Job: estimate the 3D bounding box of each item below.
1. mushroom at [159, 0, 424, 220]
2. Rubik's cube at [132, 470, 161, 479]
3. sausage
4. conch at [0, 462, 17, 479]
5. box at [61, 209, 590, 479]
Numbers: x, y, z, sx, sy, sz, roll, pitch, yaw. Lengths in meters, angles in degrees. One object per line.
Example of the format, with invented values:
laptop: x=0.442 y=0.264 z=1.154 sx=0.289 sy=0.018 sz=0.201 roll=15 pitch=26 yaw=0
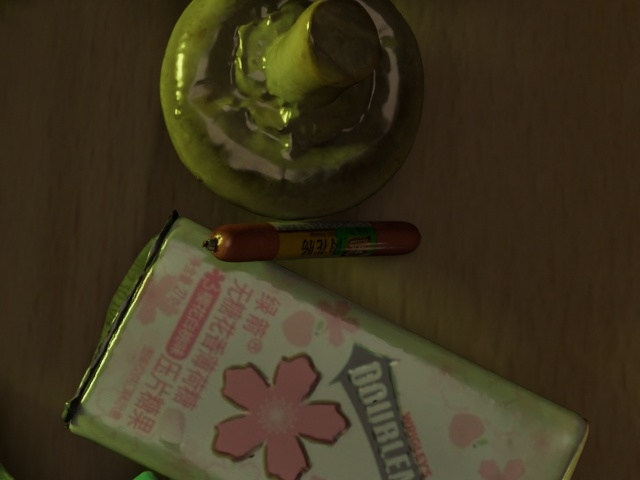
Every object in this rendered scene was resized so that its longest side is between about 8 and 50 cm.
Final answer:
mushroom: x=-0.014 y=-0.121 z=0.917 sx=0.207 sy=0.215 sz=0.207 roll=2 pitch=83 yaw=-14
Rubik's cube: x=-0.112 y=0.299 z=0.852 sx=0.224 sy=0.213 sz=0.265 roll=9 pitch=89 yaw=-1
sausage: x=0.000 y=0.000 z=0.941 sx=0.223 sy=0.029 sz=0.029 roll=-2 pitch=82 yaw=-41
conch: x=-0.295 y=0.177 z=0.905 sx=0.187 sy=0.124 sz=0.181 roll=18 pitch=77 yaw=3
box: x=0.000 y=0.137 z=0.940 sx=0.370 sy=0.112 sz=0.190 roll=26 pitch=81 yaw=-2
